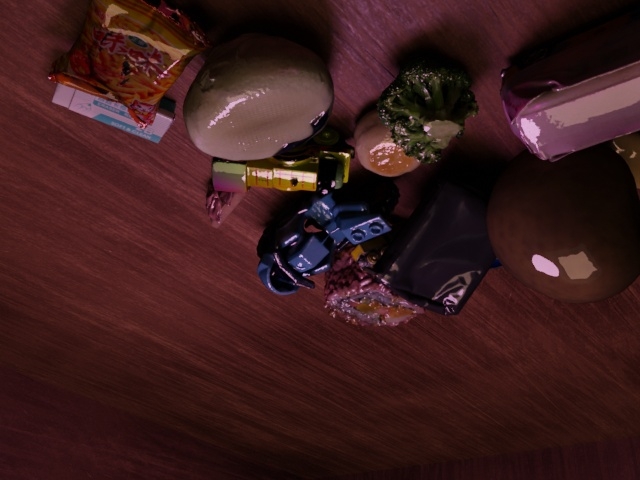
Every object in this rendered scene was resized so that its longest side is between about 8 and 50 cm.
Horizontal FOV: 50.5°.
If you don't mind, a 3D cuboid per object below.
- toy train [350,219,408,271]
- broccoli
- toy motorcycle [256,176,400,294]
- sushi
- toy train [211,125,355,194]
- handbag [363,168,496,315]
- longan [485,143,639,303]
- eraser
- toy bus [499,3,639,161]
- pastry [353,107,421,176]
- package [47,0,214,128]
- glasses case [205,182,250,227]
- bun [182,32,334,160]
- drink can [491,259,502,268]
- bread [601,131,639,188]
[{"bbox_3d":[0.159,0.012,1.629,0.202,0.081,0.060,-20,162,-37],"label":"toy train"},{"bbox_3d":[0.197,-0.237,1.241,0.195,0.156,0.195,-4,139,-3],"label":"broccoli"},{"bbox_3d":[0.000,0.000,1.564,0.416,0.232,0.172,-20,128,33],"label":"toy motorcycle"},{"bbox_3d":[0.149,0.112,1.778,0.270,0.171,0.236,26,141,-33],"label":"sushi"},{"bbox_3d":[-0.078,-0.164,1.393,0.296,0.160,0.100,5,141,0],"label":"toy train"},{"bbox_3d":[0.257,-0.010,1.506,0.275,0.178,0.302,24,108,-26],"label":"handbag"},{"bbox_3d":[0.469,-0.037,1.294,0.319,0.319,0.319,3,147,2],"label":"longan"},{"bbox_3d":[-0.410,-0.275,1.359,0.225,0.052,0.095,20,147,-23],"label":"eraser"},{"bbox_3d":[0.484,-0.266,1.120,0.386,0.162,0.171,-19,121,33],"label":"toy bus"},{"bbox_3d":[0.142,-0.200,1.371,0.156,0.092,0.156,1,141,1],"label":"pastry"},{"bbox_3d":[-0.342,-0.340,1.209,0.223,0.108,0.288,29,133,-24],"label":"package"},{"bbox_3d":[-0.225,-0.102,1.559,0.070,0.102,0.193,26,142,-18],"label":"glasses case"},{"bbox_3d":[-0.117,-0.271,1.228,0.283,0.179,0.283,-14,160,-5],"label":"bun"},{"bbox_3d":[0.441,0.002,1.616,0.205,0.118,0.118,-16,142,27],"label":"drink can"},{"bbox_3d":[0.639,-0.163,1.385,0.178,0.060,0.139,9,147,-5],"label":"bread"}]
